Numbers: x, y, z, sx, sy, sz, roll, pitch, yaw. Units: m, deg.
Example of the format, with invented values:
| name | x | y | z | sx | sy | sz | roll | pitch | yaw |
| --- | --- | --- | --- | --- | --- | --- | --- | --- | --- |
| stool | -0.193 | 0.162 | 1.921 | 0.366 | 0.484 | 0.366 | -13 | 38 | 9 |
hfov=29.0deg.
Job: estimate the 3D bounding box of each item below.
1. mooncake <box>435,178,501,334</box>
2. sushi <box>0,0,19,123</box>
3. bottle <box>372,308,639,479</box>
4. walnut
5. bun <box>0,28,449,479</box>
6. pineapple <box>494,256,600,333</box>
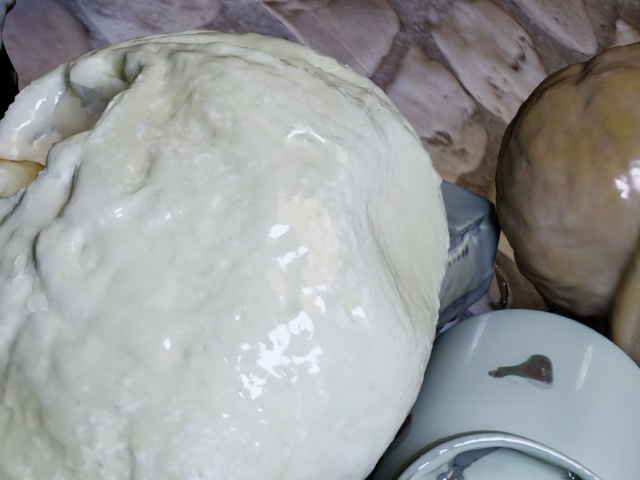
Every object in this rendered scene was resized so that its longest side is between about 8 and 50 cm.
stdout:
| name | x | y | z | sx | sy | sz | roll | pitch | yaw |
| --- | --- | --- | --- | --- | --- | --- | --- | --- | --- |
| mooncake | -0.001 | 0.005 | 1.005 | 0.254 | 0.136 | 0.250 | 26 | 29 | 18 |
| sushi | -0.318 | -0.116 | 0.798 | 0.234 | 0.208 | 0.348 | 42 | 41 | -24 |
| bottle | 0.121 | 0.217 | 0.872 | 0.229 | 0.229 | 0.351 | 42 | 37 | -5 |
| walnut | 0.287 | -0.034 | 1.008 | 0.296 | 0.285 | 0.285 | 21 | 34 | 16 |
| bun | -0.104 | 0.026 | 0.713 | 0.227 | 0.352 | 0.349 | 45 | 11 | -28 |
| pineapple | 0.309 | 0.075 | 1.214 | 0.272 | 0.262 | 0.262 | -11 | 63 | -33 |
